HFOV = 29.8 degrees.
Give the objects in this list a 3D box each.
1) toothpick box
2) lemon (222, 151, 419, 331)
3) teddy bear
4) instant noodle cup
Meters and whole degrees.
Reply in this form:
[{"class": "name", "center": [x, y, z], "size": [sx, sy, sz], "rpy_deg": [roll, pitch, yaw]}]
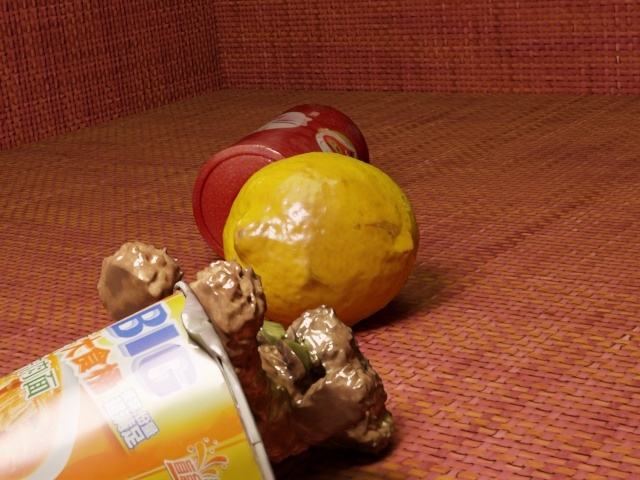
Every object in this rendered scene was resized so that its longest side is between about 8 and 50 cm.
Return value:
[{"class": "toothpick box", "center": [-0.056, -0.096, 1.970], "size": [0.204, 0.204, 0.333], "rpy_deg": [-1, 16, 17]}, {"class": "lemon", "center": [0.000, 0.000, 1.557], "size": [0.288, 0.233, 0.233], "rpy_deg": [-2, 9, -45]}, {"class": "teddy bear", "center": [-0.045, 0.104, 1.151], "size": [0.246, 0.296, 0.222], "rpy_deg": [16, 40, 40]}, {"class": "instant noodle cup", "center": [-0.150, 0.201, 0.872], "size": [0.214, 0.296, 0.296], "rpy_deg": [-20, 19, -13]}]
